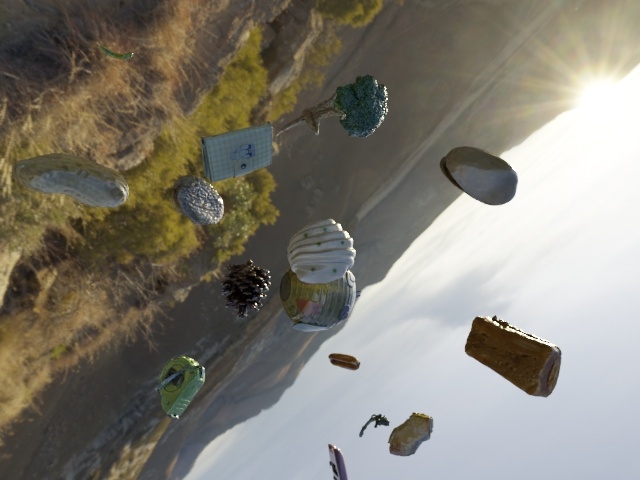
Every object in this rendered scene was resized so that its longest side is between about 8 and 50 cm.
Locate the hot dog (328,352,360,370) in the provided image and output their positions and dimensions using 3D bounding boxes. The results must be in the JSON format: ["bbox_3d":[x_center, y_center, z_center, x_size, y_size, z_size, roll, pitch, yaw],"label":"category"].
[{"bbox_3d":[0.087,0.444,1.634,0.144,0.062,0.038,-1,-153,43],"label":"hot dog"}]

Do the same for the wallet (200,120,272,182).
[{"bbox_3d":[-0.355,-0.381,1.922,0.309,0.077,0.224,-20,132,-26],"label":"wallet"}]

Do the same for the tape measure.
[{"bbox_3d":[-0.524,0.523,1.647,0.200,0.175,0.106,-54,147,-6],"label":"tape measure"}]

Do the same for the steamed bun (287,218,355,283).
[{"bbox_3d":[-0.002,0.022,1.146,0.183,0.183,0.106,-43,152,-4],"label":"steamed bun"}]

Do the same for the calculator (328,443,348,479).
[{"bbox_3d":[0.082,0.936,1.684,0.043,0.295,0.194,-8,163,-11],"label":"calculator"}]

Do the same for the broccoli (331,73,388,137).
[{"bbox_3d":[0.167,-0.580,1.911,0.265,0.245,0.294,-54,163,-4],"label":"broccoli"}]

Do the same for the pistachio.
[{"bbox_3d":[0.412,-0.169,1.152,0.129,0.206,0.132,101,13,-73],"label":"pistachio"}]

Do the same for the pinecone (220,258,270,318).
[{"bbox_3d":[-0.285,0.182,1.655,0.185,0.169,0.213,-4,-133,23],"label":"pinecone"}]

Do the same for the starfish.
[{"bbox_3d":[-0.028,-0.451,1.629,0.295,0.231,0.048,-32,129,-11],"label":"starfish"}]

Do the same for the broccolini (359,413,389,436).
[{"bbox_3d":[0.181,0.645,1.552,0.054,0.052,0.194,7,144,-20],"label":"broccolini"}]

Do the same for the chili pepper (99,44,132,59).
[{"bbox_3d":[-0.527,-0.486,1.148,0.030,0.083,0.017,99,-1,-46],"label":"chili pepper"}]

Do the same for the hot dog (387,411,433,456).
[{"bbox_3d":[0.243,0.503,1.159,0.169,0.078,0.061,-52,161,27],"label":"hot dog"}]

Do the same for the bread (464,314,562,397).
[{"bbox_3d":[0.469,0.272,1.092,0.271,0.077,0.139,-160,-92,-73],"label":"bread"}]

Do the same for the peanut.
[{"bbox_3d":[-0.776,-0.189,1.398,0.324,0.140,0.153,10,145,-28],"label":"peanut"}]

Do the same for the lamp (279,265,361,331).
[{"bbox_3d":[0.013,0.168,1.401,0.284,0.250,0.250,13,139,-28],"label":"lamp"}]

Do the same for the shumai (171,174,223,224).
[{"bbox_3d":[-0.434,-0.131,1.488,0.209,0.152,0.162,17,77,-57],"label":"shumai"}]
